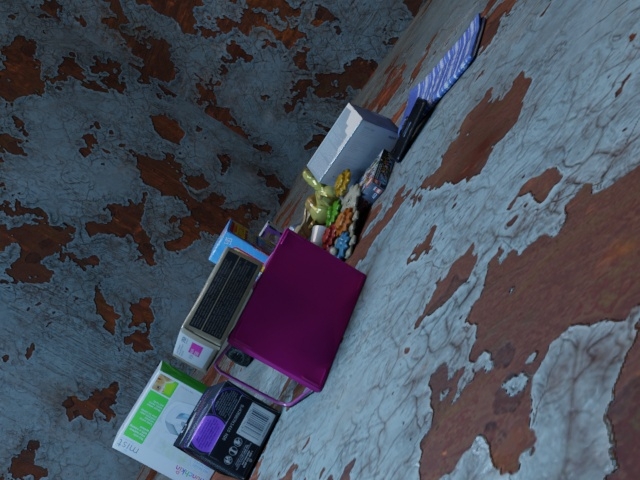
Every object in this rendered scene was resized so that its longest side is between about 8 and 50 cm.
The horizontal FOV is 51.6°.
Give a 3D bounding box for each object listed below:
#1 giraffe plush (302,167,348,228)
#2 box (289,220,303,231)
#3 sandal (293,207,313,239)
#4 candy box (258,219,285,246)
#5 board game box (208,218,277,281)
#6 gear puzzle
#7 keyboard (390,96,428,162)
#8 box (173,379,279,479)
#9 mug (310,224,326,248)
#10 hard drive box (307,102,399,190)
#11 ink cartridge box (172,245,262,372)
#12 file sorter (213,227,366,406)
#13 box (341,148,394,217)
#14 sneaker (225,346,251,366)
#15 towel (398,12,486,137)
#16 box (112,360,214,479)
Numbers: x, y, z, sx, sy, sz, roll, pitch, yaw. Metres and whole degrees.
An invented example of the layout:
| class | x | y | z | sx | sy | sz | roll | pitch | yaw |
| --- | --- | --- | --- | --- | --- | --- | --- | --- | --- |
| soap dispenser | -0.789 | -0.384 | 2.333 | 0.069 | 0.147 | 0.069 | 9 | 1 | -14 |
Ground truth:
| class | x | y | z | sx | sy | sz | roll | pitch | yaw |
| --- | --- | --- | --- | --- | --- | --- | --- | --- | --- |
| giraffe plush | 0.017 | -0.131 | 2.177 | 0.170 | 0.182 | 0.210 | -64 | 38 | 43 |
| box | -0.107 | 0.004 | 2.485 | 0.186 | 0.038 | 0.145 | -51 | -15 | 31 |
| sandal | -0.020 | -0.072 | 2.401 | 0.079 | 0.088 | 0.240 | -7 | 40 | 35 |
| candy box | -0.121 | 0.061 | 2.035 | 0.164 | 0.196 | 0.070 | -57 | 10 | 9 |
| board game box | -0.138 | 0.068 | 1.773 | 0.086 | 0.302 | 0.308 | -58 | 9 | 3 |
| gear puzzle | 0.048 | -0.071 | 1.812 | 0.175 | 0.044 | 0.338 | -46 | 29 | 49 |
| keyboard | 0.238 | -0.299 | 1.790 | 0.108 | 0.023 | 0.180 | -111 | 45 | -71 |
| box | -0.220 | 0.430 | 1.505 | 0.165 | 0.143 | 0.270 | -60 | 8 | -23 |
| mug | 0.002 | -0.001 | 2.083 | 0.062 | 0.078 | 0.064 | -4 | 58 | 38 |
| hard drive box | 0.102 | -0.266 | 1.951 | 0.232 | 0.181 | 0.089 | -53 | 48 | 25 |
| ink cartridge box | -0.213 | 0.145 | 1.352 | 0.193 | 0.088 | 0.234 | -64 | 5 | -28 |
| file sorter | -0.070 | 0.169 | 1.396 | 0.182 | 0.202 | 0.290 | -49 | 13 | 52 |
| box | 0.119 | -0.132 | 1.878 | 0.233 | 0.044 | 0.159 | -50 | 12 | 44 |
| sneaker | -0.209 | 0.285 | 2.084 | 0.286 | 0.109 | 0.130 | -45 | 9 | 48 |
| towel | 0.329 | -0.452 | 1.840 | 0.336 | 0.040 | 0.243 | -48 | 14 | 47 |
| box | -0.366 | 0.486 | 1.736 | 0.231 | 0.262 | 0.127 | -58 | 9 | -5 |
